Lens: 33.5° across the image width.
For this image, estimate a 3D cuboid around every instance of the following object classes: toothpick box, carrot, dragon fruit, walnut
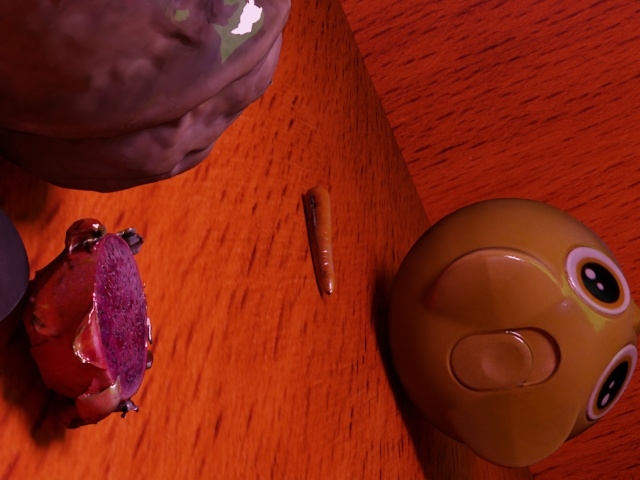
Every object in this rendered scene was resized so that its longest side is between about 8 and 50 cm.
[{"bbox_3d":[0.311,0.139,1.713,0.425,0.409,0.409,-37,107,-73],"label":"toothpick box"},{"bbox_3d":[0.000,0.000,1.463,0.037,0.037,0.190,58,21,-46],"label":"carrot"},{"bbox_3d":[-0.148,0.050,0.645,0.112,0.068,0.126,49,34,-76],"label":"dragon fruit"},{"bbox_3d":[-0.133,-0.134,0.665,0.224,0.224,0.224,-20,90,-78],"label":"walnut"}]

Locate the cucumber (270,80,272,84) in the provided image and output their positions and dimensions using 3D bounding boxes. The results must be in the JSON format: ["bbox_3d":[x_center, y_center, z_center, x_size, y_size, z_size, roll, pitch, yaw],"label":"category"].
[{"bbox_3d":[-0.131,-0.295,1.263,0.115,0.063,0.243,37,35,-55],"label":"cucumber"}]

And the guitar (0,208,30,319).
[{"bbox_3d":[-0.225,-0.058,0.561,0.088,0.025,0.233,-77,146,-67],"label":"guitar"}]
